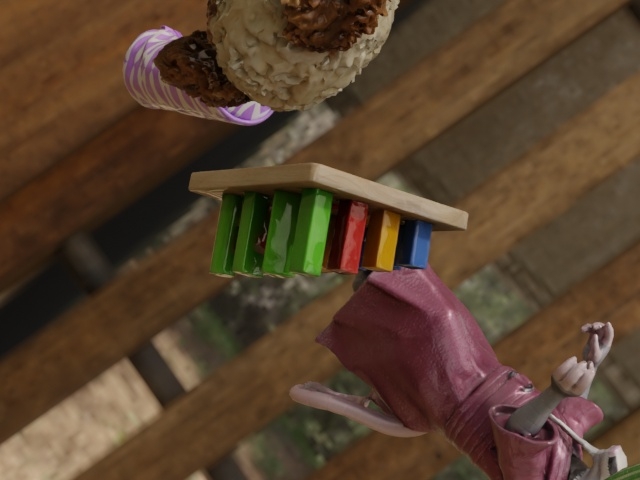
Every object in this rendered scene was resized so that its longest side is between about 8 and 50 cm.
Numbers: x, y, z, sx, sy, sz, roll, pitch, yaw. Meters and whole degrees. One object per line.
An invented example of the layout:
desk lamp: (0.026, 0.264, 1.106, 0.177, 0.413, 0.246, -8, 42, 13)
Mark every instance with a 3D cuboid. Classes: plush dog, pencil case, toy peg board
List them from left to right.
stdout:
pencil case: (-0.116, -0.163, 1.618, 0.086, 0.088, 0.206, 15, -1, -36)
plush dog: (-0.009, -0.181, 0.953, 0.210, 0.226, 0.262, 13, -17, -17)
toy peg board: (0.000, 0.000, 1.306, 0.160, 0.079, 0.161, 17, -11, -38)

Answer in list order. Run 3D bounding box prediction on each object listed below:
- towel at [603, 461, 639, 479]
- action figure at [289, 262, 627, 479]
towel: (0.205, 0.326, 1.296, 0.038, 0.325, 0.248, 23, 40, -39)
action figure: (0.150, 0.167, 1.585, 0.370, 0.276, 0.248, 46, 14, 24)
